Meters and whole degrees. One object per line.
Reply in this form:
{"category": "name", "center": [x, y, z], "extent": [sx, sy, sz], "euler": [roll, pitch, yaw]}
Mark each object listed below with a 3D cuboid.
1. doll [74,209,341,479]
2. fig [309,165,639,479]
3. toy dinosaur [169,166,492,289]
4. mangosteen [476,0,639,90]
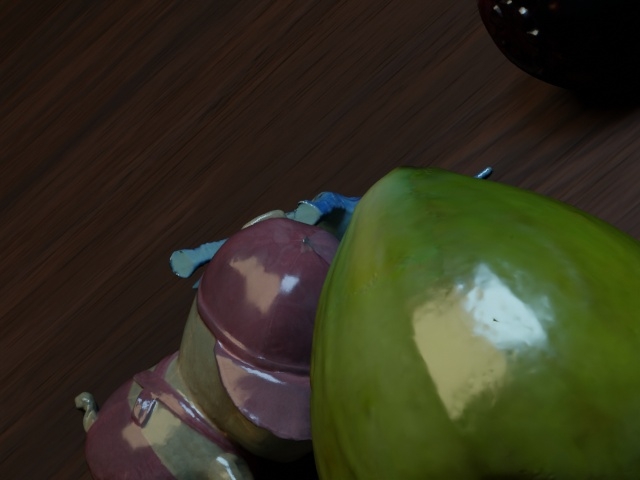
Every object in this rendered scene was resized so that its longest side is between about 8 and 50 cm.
{"category": "doll", "center": [-0.052, 0.109, 1.136], "extent": [0.256, 0.152, 0.196], "euler": [-53, 58, 20]}
{"category": "fig", "center": [0.105, 0.077, 0.858], "extent": [0.239, 0.239, 0.271], "euler": [-31, 73, 26]}
{"category": "toy dinosaur", "center": [-0.024, 0.010, 1.284], "extent": [0.329, 0.076, 0.144], "euler": [-24, 0, 37]}
{"category": "mangosteen", "center": [0.212, -0.206, 1.172], "extent": [0.200, 0.200, 0.200], "euler": [-33, 32, 23]}
